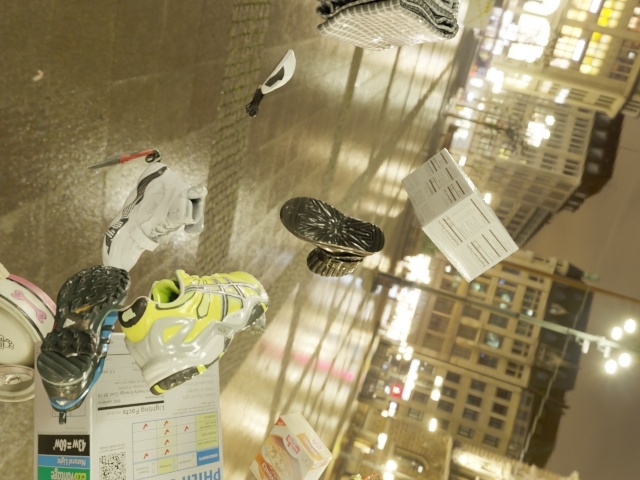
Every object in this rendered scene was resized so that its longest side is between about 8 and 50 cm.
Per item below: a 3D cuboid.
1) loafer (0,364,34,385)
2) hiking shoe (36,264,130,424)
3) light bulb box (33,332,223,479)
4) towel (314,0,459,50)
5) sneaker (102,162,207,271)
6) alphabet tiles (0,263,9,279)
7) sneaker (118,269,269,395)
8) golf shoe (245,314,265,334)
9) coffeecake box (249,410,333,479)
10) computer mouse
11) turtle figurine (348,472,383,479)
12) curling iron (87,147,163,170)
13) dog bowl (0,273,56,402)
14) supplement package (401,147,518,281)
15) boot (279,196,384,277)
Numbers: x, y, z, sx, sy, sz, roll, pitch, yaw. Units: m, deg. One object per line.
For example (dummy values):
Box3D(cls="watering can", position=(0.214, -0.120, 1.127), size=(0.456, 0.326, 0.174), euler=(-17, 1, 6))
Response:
Box3D(cls="loafer", position=(-0.605, 0.257, 1.139), size=(0.045, 0.125, 0.039), euler=(104, -14, -45))
Box3D(cls="hiking shoe", position=(-0.423, 0.163, 1.080), size=(0.304, 0.113, 0.132), euler=(-84, -170, -56))
Box3D(cls="light bulb box", position=(-0.426, 0.396, 1.379), size=(0.358, 0.225, 0.360), euler=(11, 71, -51))
Box3D(cls="towel", position=(0.149, -0.511, 1.374), size=(0.284, 0.235, 0.121), euler=(-3, 97, -50))
Box3D(cls="sneaker", position=(-0.477, -0.038, 1.772), size=(0.365, 0.210, 0.137), euler=(-65, 157, -9))
Box3D(cls="alphabet tiles", position=(-0.779, -0.012, 1.258), size=(0.021, 0.284, 0.278), euler=(-57, 166, -28))
Box3D(cls="sneaker", position=(-0.199, 0.107, 1.032), size=(0.147, 0.145, 0.384), euler=(60, 14, -6))
Box3D(cls="golf shoe", position=(-0.210, 0.200, 1.774), size=(0.176, 0.069, 0.086), euler=(66, 27, -50))
Box3D(cls="coffeecake box", position=(-0.073, 0.528, 1.454), size=(0.068, 0.142, 0.185), euler=(2, 125, -47))
Box3D(cls="computer mouse", position=(-0.107, -0.371, 1.426), size=(0.193, 0.042, 0.106), euler=(-33, -154, 52))
Box3D(cls="turtle figurine", position=(0.015, 0.576, 1.248), size=(0.269, 0.218, 0.087), euler=(-66, 149, -49))
Box3D(cls="curling iron", position=(-0.695, -0.280, 2.173), size=(0.035, 0.274, 0.068), euler=(-105, -174, -61))
Box3D(cls="dog bowl", position=(-0.947, 0.276, 1.814), size=(0.150, 0.408, 0.407), euler=(-61, 166, -62))
Box3D(cls="supplement package", position=(0.334, -0.067, 1.496), size=(0.145, 0.204, 0.261), euler=(-36, -154, 16))
Box3D(cls="boot", position=(0.000, 0.004, 1.898), size=(0.260, 0.348, 0.131), euler=(-37, -145, 59))
